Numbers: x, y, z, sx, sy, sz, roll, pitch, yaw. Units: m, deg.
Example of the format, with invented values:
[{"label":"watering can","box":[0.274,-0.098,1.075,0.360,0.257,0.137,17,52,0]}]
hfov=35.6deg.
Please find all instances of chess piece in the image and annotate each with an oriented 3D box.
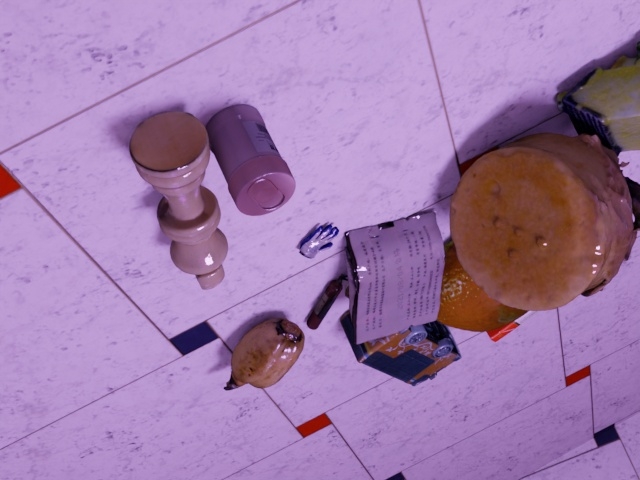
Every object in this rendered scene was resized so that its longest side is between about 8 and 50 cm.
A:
[{"label":"chess piece","box":[-0.214,-0.039,1.616,0.117,0.117,0.397,-20,148,-10]}]

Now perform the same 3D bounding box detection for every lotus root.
[{"label":"lotus root","box":[-0.120,0.243,2.066,0.125,0.118,0.221,34,122,-18]}]

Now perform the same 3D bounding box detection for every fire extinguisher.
[{"label":"fire extinguisher","box":[0.012,0.130,2.068,0.049,0.035,0.173,-40,164,-48]}]

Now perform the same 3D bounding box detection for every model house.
[{"label":"model house","box":[0.559,-0.260,1.863,0.211,0.170,0.194,-7,161,22]}]

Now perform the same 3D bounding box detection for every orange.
[{"label":"orange","box":[0.382,0.070,2.141,0.262,0.196,0.335,3,126,-56]}]

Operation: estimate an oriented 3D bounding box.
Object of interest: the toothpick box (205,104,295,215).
[{"label":"toothpick box","box":[-0.110,-0.124,1.531,0.098,0.149,0.098,-19,147,-13]}]

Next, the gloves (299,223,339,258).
[{"label":"gloves","box":[0.000,0.000,1.897,0.086,0.026,0.064,-47,144,21]}]

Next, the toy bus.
[{"label":"toy bus","box":[0.183,0.217,2.225,0.167,0.138,0.275,-37,144,18]}]

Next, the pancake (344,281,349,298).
[{"label":"pancake","box":[0.086,0.079,2.042,0.108,0.017,0.108,-42,156,-23]}]

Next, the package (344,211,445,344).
[{"label":"package","box":[0.150,0.080,1.993,0.204,0.062,0.251,-13,114,-17]}]

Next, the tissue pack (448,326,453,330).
[{"label":"tissue pack","box":[0.322,0.180,2.373,0.108,0.023,0.056,-42,145,21]}]

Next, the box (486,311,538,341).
[{"label":"box","box":[0.459,0.109,2.269,0.245,0.139,0.035,-40,142,17]}]

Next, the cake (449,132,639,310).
[{"label":"cake","box":[0.453,-0.055,1.901,0.321,0.332,0.332,-21,153,-47]}]
